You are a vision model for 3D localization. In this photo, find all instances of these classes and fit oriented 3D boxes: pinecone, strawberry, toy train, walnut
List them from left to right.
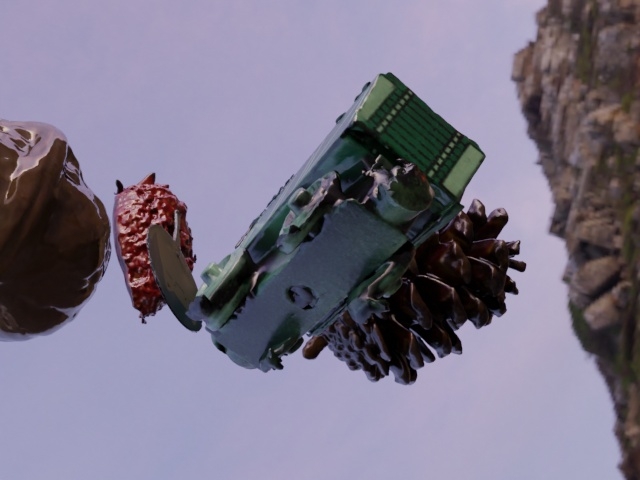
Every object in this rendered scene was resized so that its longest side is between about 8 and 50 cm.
[{"bbox_3d":[-0.352,-0.018,1.063,0.227,0.273,0.273,-29,-55,-8],"label":"walnut"},{"bbox_3d":[-0.228,0.006,1.376,0.098,0.228,0.174,-14,-66,-1],"label":"strawberry"},{"bbox_3d":[0.000,0.000,0.733,0.115,0.269,0.154,35,-131,-8],"label":"toy train"},{"bbox_3d":[0.103,0.047,1.217,0.309,0.244,0.244,-24,-59,-13],"label":"pinecone"}]

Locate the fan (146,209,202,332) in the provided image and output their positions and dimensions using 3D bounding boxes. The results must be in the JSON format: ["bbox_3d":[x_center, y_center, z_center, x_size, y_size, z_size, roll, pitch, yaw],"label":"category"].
[{"bbox_3d":[-0.145,0.019,0.993,0.005,0.175,0.113,-22,-55,9],"label":"fan"}]
